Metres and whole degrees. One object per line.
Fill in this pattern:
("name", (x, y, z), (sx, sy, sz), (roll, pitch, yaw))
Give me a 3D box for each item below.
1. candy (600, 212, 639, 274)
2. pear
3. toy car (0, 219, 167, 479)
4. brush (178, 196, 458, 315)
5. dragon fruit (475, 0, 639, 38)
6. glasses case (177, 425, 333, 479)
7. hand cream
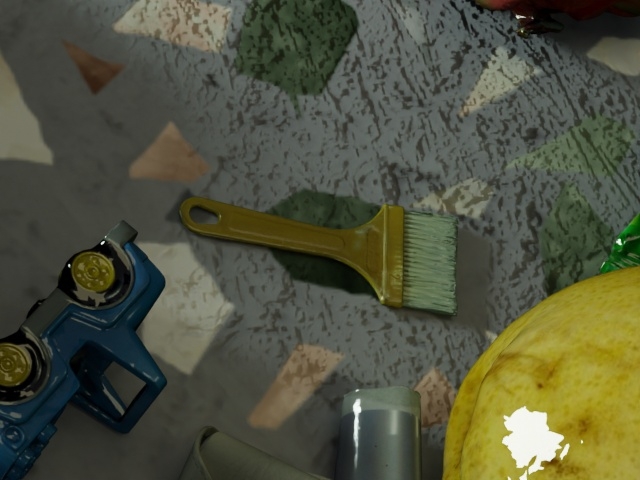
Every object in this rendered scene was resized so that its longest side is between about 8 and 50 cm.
("candy", (0.287, -0.010, 1.300), (0.141, 0.078, 0.203), (40, 42, -8))
("pear", (0.224, 0.161, 1.037), (0.314, 0.314, 0.314), (10, 58, -16))
("toy car", (-0.155, 0.084, 1.059), (0.100, 0.097, 0.191), (39, 55, -1))
("brush", (0.000, 0.000, 1.221), (0.205, 0.011, 0.083), (11, 58, -14))
("dragon fruit", (0.194, -0.266, 1.359), (0.293, 0.234, 0.233), (30, 48, -41))
("glasses case", (-0.055, 0.242, 0.996), (0.128, 0.083, 0.308), (11, 54, 11))
("hand cream", (0.034, 0.211, 1.083), (0.079, 0.048, 0.255), (-8, 54, 18))
